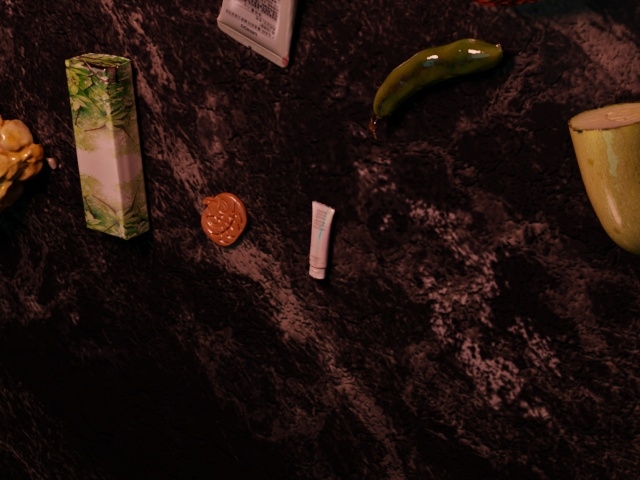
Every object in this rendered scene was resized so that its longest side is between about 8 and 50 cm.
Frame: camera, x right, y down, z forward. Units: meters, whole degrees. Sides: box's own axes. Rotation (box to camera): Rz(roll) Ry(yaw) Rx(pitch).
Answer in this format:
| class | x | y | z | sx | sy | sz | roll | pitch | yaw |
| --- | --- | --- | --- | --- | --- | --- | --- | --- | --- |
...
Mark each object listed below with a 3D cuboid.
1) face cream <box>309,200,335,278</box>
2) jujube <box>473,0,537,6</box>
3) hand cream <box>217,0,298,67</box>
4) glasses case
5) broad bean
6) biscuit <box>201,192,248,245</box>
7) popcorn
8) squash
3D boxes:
| class | x | y | z | sx | sy | sz | roll | pitch | yaw |
| --- | --- | --- | --- | --- | --- | --- | --- | --- | --- |
| face cream | 0.000 | 0.000 | 1.855 | 0.038 | 0.020 | 0.115 | 20 | 121 | 28 |
| jujube | 0.225 | -0.324 | 1.485 | 0.176 | 0.109 | 0.112 | -14 | 67 | 47 |
| hand cream | -0.060 | -0.388 | 1.694 | 0.124 | 0.078 | 0.341 | 32 | 135 | 19 |
| glasses case | -0.319 | -0.143 | 1.993 | 0.095 | 0.062 | 0.272 | 16 | 120 | 36 |
| broad bean | 0.135 | -0.203 | 1.648 | 0.227 | 0.039 | 0.069 | -32 | 85 | 42 |
| biscuit | -0.146 | -0.034 | 1.948 | 0.078 | 0.015 | 0.091 | 45 | 130 | 9 |
| popcorn | -0.541 | -0.128 | 2.113 | 0.194 | 0.140 | 0.163 | -35 | 94 | 39 |
| squash | 0.362 | -0.065 | 1.504 | 0.123 | 0.123 | 0.187 | -6 | 111 | 38 |
